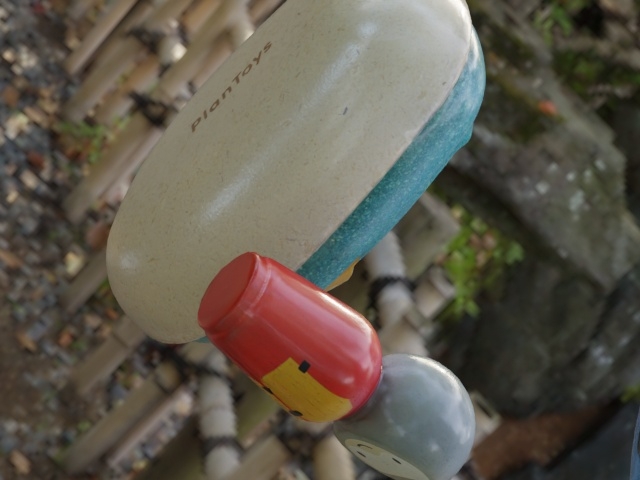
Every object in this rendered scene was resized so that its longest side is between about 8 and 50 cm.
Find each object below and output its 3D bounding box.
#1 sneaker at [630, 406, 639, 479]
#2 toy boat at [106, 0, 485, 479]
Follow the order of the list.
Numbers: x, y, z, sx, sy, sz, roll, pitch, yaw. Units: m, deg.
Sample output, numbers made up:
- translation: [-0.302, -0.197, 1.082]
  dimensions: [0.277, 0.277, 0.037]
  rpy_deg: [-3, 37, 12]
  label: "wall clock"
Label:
- translation: [0.165, 0.125, 0.692]
  dimensions: [0.082, 0.069, 0.209]
  rpy_deg: [-121, -169, -58]
  label: "sneaker"
- translation: [0.000, 0.000, 0.832]
  dimensions: [0.148, 0.267, 0.318]
  rpy_deg: [38, 22, -24]
  label: "toy boat"
